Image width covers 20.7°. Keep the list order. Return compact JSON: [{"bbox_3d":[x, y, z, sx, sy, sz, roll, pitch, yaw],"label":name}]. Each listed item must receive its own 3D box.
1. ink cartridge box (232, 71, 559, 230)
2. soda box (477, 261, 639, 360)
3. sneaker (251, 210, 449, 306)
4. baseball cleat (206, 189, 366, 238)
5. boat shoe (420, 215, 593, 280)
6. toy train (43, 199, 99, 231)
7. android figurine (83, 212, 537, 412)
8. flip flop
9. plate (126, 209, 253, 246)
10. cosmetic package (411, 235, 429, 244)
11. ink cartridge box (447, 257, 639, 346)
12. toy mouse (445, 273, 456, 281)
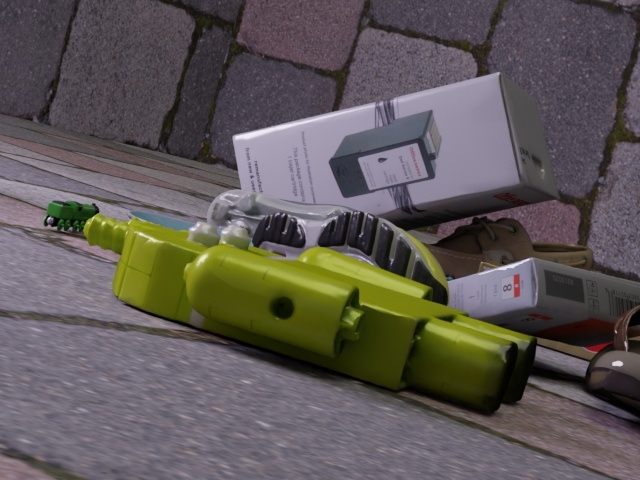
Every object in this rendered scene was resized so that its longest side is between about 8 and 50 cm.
[{"bbox_3d":[0.084,-0.076,1.828,0.289,0.121,0.211,-12,-6,16],"label":"ink cartridge box"},{"bbox_3d":[0.225,0.071,1.563,0.181,0.058,0.061,16,3,17],"label":"soda box"},{"bbox_3d":[0.036,0.024,1.253,0.094,0.081,0.208,16,2,-34],"label":"sneaker"},{"bbox_3d":[0.000,0.000,1.584,0.206,0.072,0.109,21,-1,26],"label":"baseball cleat"},{"bbox_3d":[0.173,0.019,1.842,0.302,0.098,0.109,14,4,-38],"label":"boat shoe"},{"bbox_3d":[-0.192,-0.019,1.363,0.017,0.023,0.083,17,4,15],"label":"toy train"},{"bbox_3d":[-0.009,0.036,1.049,0.273,0.056,0.248,19,4,16],"label":"android figurine"},{"bbox_3d":[0.237,0.081,1.195,0.112,0.080,0.277,17,0,14],"label":"flip flop"},{"bbox_3d":[-0.072,0.011,1.448,0.188,0.024,0.188,16,2,-1],"label":"plate"},{"bbox_3d":[0.085,0.008,2.124,0.060,0.041,0.115,15,3,-17],"label":"cosmetic package"},{"bbox_3d":[0.140,0.061,1.337,0.145,0.045,0.179,13,-25,-43],"label":"ink cartridge box"},{"bbox_3d":[0.070,0.035,1.662,0.161,0.031,0.143,18,3,33],"label":"toy mouse"}]
